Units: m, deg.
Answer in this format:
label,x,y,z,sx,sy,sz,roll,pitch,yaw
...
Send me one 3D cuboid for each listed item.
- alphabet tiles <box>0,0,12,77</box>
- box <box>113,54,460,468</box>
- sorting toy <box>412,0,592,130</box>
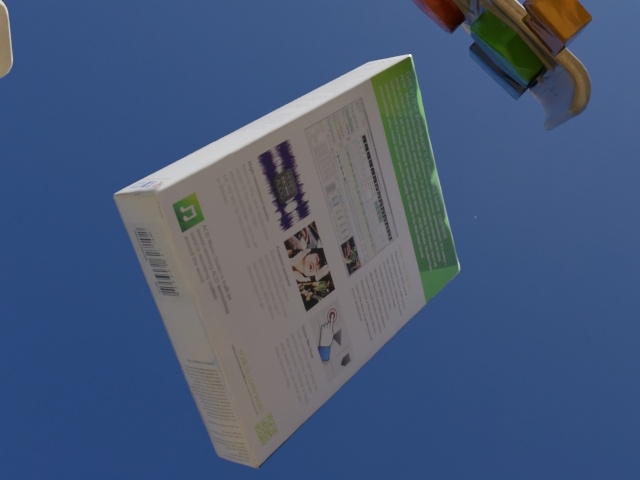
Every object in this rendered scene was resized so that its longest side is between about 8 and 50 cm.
label,x,y,z,sx,sy,sz,roll,pitch,yaw
alphabet tiles,-0.372,-0.178,0.537,0.021,0.284,0.278,23,-62,53
box,0.000,0.000,0.655,0.058,0.322,0.232,4,-61,42
sorting toy,0.114,-0.178,0.577,0.041,0.307,0.229,-41,-94,11
